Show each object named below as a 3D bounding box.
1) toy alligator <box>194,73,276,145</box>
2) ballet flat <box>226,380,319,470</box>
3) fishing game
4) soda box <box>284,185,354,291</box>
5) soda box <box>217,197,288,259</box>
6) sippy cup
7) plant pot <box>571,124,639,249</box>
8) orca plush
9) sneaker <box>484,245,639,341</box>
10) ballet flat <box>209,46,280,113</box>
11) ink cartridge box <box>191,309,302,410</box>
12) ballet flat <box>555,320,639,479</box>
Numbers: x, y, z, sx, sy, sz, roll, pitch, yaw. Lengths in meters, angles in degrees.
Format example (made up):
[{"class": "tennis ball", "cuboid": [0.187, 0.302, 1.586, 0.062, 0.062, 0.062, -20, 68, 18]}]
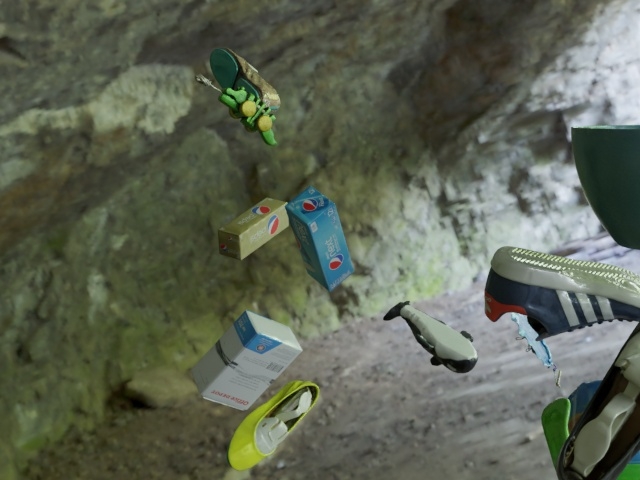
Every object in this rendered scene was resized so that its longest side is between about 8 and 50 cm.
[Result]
[{"class": "toy alligator", "cuboid": [-0.135, -0.240, 1.605, 0.051, 0.190, 0.056, -56, 27, -16]}, {"class": "ballet flat", "cuboid": [-0.077, 0.322, 1.643, 0.077, 0.077, 0.231, -15, 17, 40]}, {"class": "fishing game", "cuboid": [0.528, 0.248, 2.350, 0.041, 0.264, 0.189, -35, 0, 17]}, {"class": "soda box", "cuboid": [0.000, 0.000, 1.726, 0.067, 0.071, 0.210, -39, -37, -18]}, {"class": "soda box", "cuboid": [-0.142, -0.027, 1.967, 0.058, 0.061, 0.181, 15, 32, 28]}, {"class": "sippy cup", "cuboid": [0.521, 0.372, 1.618, 0.240, 0.305, 0.224, -6, 49, 16]}, {"class": "plant pot", "cuboid": [0.550, -0.087, 1.487, 0.290, 0.195, 0.290, 0, 8, 0]}, {"class": "orca plush", "cuboid": [0.262, 0.255, 2.224, 0.287, 0.102, 0.151, 27, 26, 36]}, {"class": "sneaker", "cuboid": [0.457, 0.118, 1.658, 0.350, 0.148, 0.131, 13, 21, -5]}, {"class": "ballet flat", "cuboid": [-0.139, -0.294, 1.727, 0.067, 0.206, 0.073, 3, -52, -40]}, {"class": "ink cartridge box", "cuboid": [-0.156, 0.253, 1.938, 0.190, 0.082, 0.140, -46, -45, 16]}, {"class": "ballet flat", "cuboid": [0.366, 0.184, 1.072, 0.096, 0.095, 0.280, 14, -73, -60]}]
